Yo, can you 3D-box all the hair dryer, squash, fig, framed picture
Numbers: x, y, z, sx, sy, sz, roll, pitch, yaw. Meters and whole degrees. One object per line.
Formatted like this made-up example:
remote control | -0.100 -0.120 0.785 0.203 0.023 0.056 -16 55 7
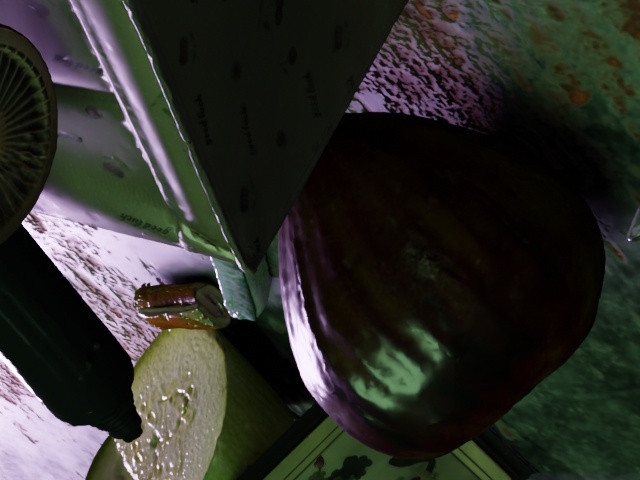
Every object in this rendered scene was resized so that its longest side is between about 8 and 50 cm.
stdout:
hair dryer | -0.181 0.010 0.922 0.189 0.107 0.352 15 152 31
squash | -0.125 0.191 1.582 0.220 0.220 0.133 -4 141 42
fig | 0.030 -0.023 1.206 0.321 0.217 0.217 48 149 6
framed picture | 0.048 0.201 1.519 0.199 0.195 0.010 44 -176 -25

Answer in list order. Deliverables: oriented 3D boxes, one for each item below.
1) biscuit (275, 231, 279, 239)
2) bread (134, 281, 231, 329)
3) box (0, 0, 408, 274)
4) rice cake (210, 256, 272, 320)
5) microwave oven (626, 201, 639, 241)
biscuit | 0.000 0.000 1.395 0.089 0.016 0.046 26 147 4
bread | -0.116 0.057 1.554 0.083 0.036 0.047 -4 138 45
box | -0.079 -0.177 0.925 0.190 0.297 0.225 12 145 26
rice cake | -0.074 -0.014 1.408 0.034 0.043 0.211 10 145 19
microwave oven | 0.398 -0.049 0.786 0.333 0.247 0.394 42 147 -18
